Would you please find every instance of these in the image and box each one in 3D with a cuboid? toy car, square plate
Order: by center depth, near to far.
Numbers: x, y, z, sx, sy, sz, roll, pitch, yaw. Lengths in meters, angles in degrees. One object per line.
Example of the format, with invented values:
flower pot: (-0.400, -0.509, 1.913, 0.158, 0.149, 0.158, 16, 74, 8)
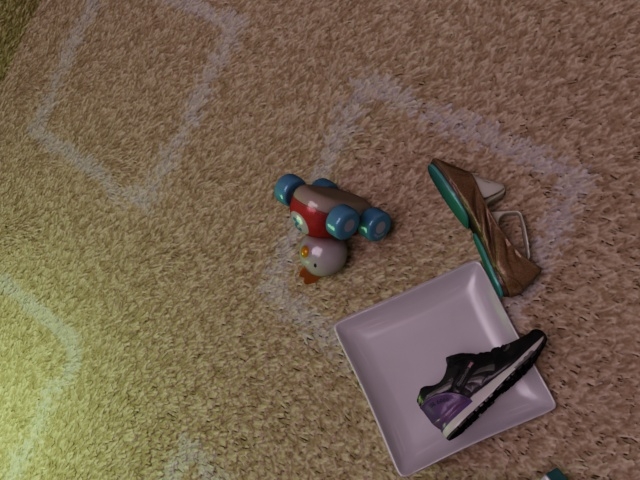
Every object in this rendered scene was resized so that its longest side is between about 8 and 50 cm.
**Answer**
square plate: (0.248, 0.259, 1.577, 0.344, 0.049, 0.347, -24, 69, -2)
toy car: (0.000, 0.000, 1.736, 0.219, 0.210, 0.238, 32, 110, 39)

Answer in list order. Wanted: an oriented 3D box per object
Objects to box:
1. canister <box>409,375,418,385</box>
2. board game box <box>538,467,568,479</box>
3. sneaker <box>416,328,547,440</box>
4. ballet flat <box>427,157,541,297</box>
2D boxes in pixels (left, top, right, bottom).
canister: (0.209, 0.380, 1.617, 0.126, 0.073, 0.170, -38, 67, 16)
board game box: (0.463, 0.639, 1.408, 0.336, 0.079, 0.253, 48, 112, 29)
sneaker: (0.312, 0.250, 1.493, 0.283, 0.107, 0.124, -40, 64, -7)
ballet flat: (0.355, -0.046, 1.603, 0.124, 0.116, 0.342, -27, 69, 0)
